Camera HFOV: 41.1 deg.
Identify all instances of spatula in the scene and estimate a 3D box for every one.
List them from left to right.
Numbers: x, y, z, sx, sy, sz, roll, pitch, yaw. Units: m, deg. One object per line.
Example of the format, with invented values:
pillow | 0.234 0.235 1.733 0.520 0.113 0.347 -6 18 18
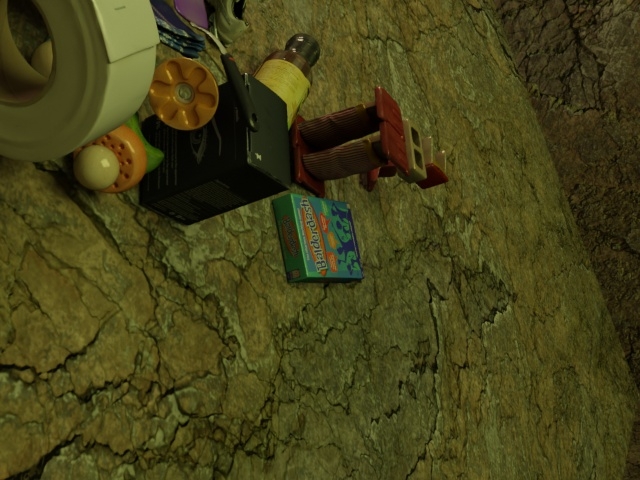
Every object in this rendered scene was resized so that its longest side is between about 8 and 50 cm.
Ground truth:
spatula | -0.149 -0.274 1.209 0.084 0.030 0.297 16 42 -61

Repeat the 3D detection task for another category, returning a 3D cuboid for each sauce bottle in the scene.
sauce bottle | -0.076 -0.282 1.585 0.111 0.111 0.344 56 36 -26

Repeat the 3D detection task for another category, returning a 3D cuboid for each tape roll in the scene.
tape roll | -0.331 -0.237 0.974 0.286 0.286 0.100 65 31 -13

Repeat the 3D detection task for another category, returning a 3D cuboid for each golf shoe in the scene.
golf shoe | -0.165 -0.440 1.548 0.069 0.086 0.176 9 65 -55

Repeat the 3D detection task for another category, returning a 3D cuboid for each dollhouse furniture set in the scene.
dollhouse furniture set | 0.115 -0.153 1.760 0.374 0.201 0.152 30 49 -57

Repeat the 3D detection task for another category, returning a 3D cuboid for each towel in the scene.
towel | -0.323 -0.385 1.191 0.336 0.040 0.243 22 23 -54

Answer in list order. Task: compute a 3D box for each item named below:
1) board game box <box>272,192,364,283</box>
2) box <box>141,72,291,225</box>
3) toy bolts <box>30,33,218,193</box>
board game box | 0.000 0.000 1.626 0.210 0.047 0.160 4 72 -57
box | -0.157 -0.131 1.278 0.108 0.207 0.153 31 50 -52
toy bolts | -0.272 -0.193 1.133 0.229 0.218 0.158 56 20 -13
